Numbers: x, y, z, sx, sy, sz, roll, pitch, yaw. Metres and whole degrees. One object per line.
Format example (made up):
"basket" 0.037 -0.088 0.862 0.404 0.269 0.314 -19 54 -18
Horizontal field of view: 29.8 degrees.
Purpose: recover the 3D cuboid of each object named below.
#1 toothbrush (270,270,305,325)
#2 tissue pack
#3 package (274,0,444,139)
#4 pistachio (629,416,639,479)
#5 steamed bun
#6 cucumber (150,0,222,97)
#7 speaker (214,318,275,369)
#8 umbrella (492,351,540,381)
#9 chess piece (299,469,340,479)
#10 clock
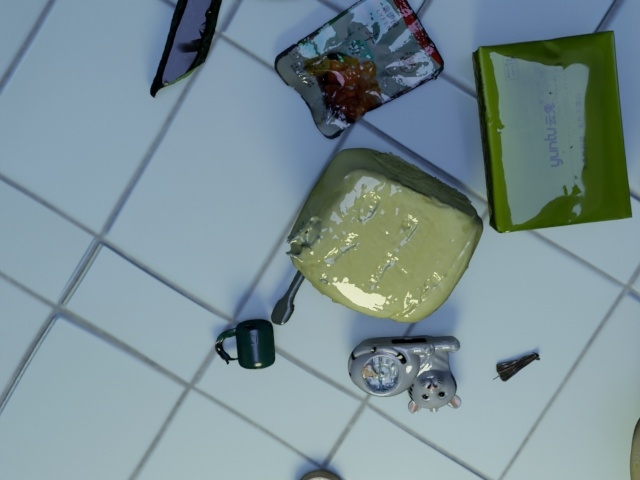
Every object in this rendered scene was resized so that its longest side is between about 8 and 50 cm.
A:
"toothbrush" 0.000 0.000 1.884 0.030 0.030 0.297 28 94 17
"tissue pack" 0.340 -0.160 1.791 0.200 0.167 0.275 -7 94 2
"package" 0.058 -0.273 1.853 0.232 0.040 0.166 -31 93 3
"pistachio" 0.663 0.352 1.791 0.445 0.281 0.366 18 87 -14
"steamed bun" 0.087 -0.011 1.812 0.272 0.166 0.232 22 105 -13
"cucumber" -0.201 -0.317 1.855 0.070 0.046 0.220 17 95 -8
"speaker" -0.116 0.163 1.894 0.094 0.060 0.075 0 97 37
"umbrella" 0.308 0.199 1.900 0.083 0.020 0.031 -30 55 4
"chess piece" -0.001 0.408 1.916 0.083 0.038 0.084 0 93 1
"clock" 0.131 0.213 1.874 0.176 0.080 0.117 -2 96 0
